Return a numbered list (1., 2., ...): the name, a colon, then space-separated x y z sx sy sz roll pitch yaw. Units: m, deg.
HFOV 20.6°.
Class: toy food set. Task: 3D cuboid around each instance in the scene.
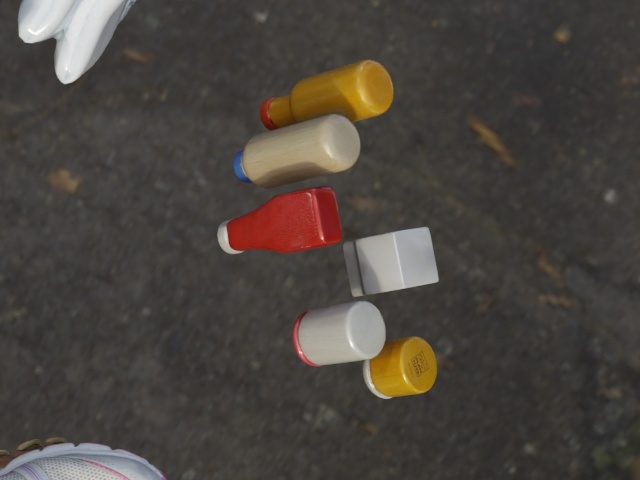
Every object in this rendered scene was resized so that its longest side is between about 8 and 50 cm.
1. toy food set: 0.000 0.000 1.214 0.111 0.105 0.232 -10 89 -48

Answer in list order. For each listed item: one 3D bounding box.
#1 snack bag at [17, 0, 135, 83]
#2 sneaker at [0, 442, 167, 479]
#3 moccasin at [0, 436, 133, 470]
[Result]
1. snack bag: -0.012 -0.215 0.694 0.037 0.342 0.323 33 2 -8
2. sneaker: -0.207 0.196 1.048 0.252 0.111 0.103 -17 98 -3
3. moccasin: -0.339 0.271 1.818 0.147 0.139 0.380 12 16 26
